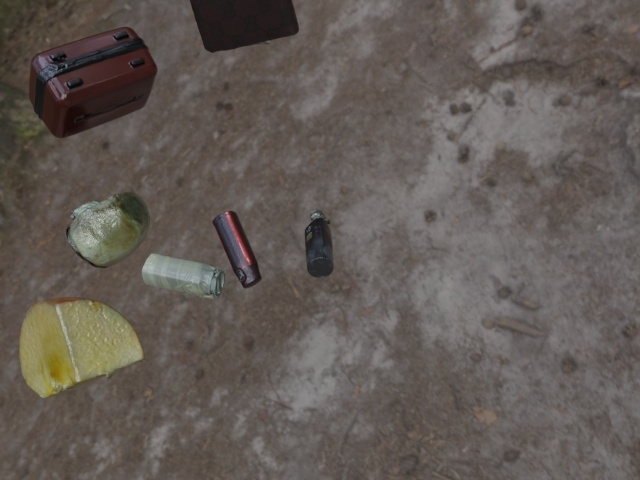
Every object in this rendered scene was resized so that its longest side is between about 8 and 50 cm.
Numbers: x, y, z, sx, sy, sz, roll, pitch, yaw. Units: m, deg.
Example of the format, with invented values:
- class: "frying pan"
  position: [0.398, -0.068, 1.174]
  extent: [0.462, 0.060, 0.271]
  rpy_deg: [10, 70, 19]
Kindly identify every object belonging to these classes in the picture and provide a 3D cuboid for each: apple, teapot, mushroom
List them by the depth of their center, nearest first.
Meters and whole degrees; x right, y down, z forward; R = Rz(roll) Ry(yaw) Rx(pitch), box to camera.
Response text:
- class: "teapot"
  position: [-0.344, 0.102, 1.733]
  extent: [0.200, 0.107, 0.077]
  rpy_deg: [11, 47, 12]
- class: "apple"
  position: [-0.648, 0.296, 1.792]
  extent: [0.309, 0.314, 0.252]
  rpy_deg: [-22, 40, 47]
- class: "mushroom"
  position: [-0.593, -0.042, 1.982]
  extent: [0.164, 0.267, 0.190]
  rpy_deg: [-30, 84, 23]

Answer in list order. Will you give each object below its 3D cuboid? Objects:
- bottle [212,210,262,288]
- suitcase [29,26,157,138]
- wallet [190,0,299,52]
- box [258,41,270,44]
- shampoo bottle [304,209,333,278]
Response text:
- class: "bottle"
  position: [-0.171, 0.021, 1.413]
  extent: [0.060, 0.060, 0.164]
  rpy_deg: [-30, 72, 12]
- class: "suitcase"
  position: [-0.585, -0.405, 1.746]
  extent: [0.297, 0.161, 0.236]
  rpy_deg: [-31, -4, -31]
- class: "wallet"
  position: [-0.149, -0.448, 1.171]
  extent: [0.181, 0.229, 0.049]
  rpy_deg: [-8, 37, 11]
- class: "box"
  position: [-0.178, -0.627, 1.734]
  extent: [0.225, 0.117, 0.225]
  rpy_deg: [32, 105, 62]
- class: "shampoo bottle"
  position: [-0.001, 0.000, 1.513]
  extent: [0.057, 0.063, 0.208]
  rpy_deg: [-35, 30, 21]
